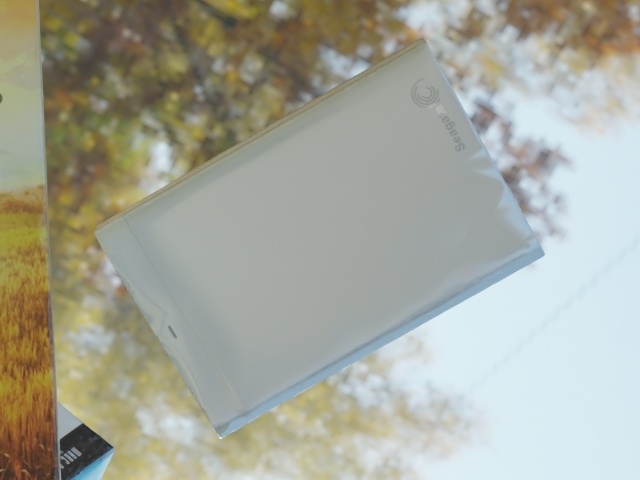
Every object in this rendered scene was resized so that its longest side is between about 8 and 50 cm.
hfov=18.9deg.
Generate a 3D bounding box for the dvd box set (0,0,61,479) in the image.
[{"bbox_3d":[-0.325,-0.008,1.231,0.062,0.307,0.420,124,-36,-66],"label":"dvd box set"}]

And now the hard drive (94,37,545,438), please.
[{"bbox_3d":[0.000,0.000,1.566,0.307,0.203,0.040,-30,-168,5],"label":"hard drive"}]

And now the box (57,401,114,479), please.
[{"bbox_3d":[-0.271,0.112,1.342,0.100,0.244,0.060,-35,158,-53],"label":"box"}]
